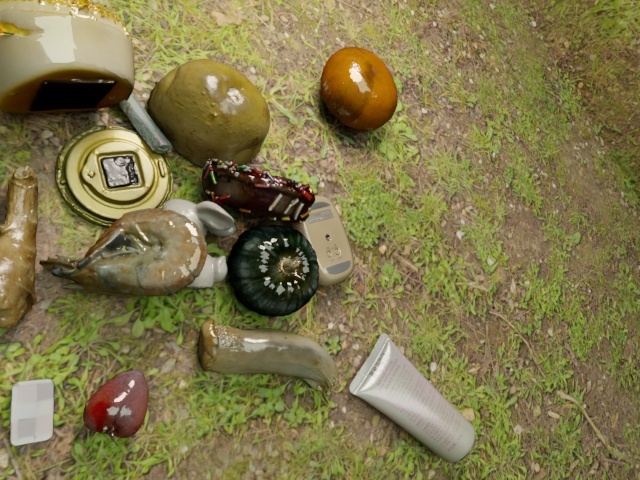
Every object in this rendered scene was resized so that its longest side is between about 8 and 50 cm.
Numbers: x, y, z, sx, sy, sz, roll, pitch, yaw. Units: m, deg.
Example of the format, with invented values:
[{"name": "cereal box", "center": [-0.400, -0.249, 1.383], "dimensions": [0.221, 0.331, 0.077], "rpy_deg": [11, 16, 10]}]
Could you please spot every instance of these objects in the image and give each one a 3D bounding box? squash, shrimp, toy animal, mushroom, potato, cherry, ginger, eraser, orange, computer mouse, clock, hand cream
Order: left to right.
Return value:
[{"name": "ginger", "center": [-0.548, 0.007, 0.790], "dimensions": [0.086, 0.131, 0.294], "rpy_deg": [-3, 75, 5]}, {"name": "eraser", "center": [-0.508, 0.301, 0.790], "dimensions": [0.065, 0.026, 0.105], "rpy_deg": [2, 76, -28]}, {"name": "clock", "center": [-0.424, -0.142, 0.942], "dimensions": [0.237, 0.057, 0.236], "rpy_deg": [9, 73, -30]}, {"name": "cherry", "center": [-0.372, 0.311, 0.833], "dimensions": [0.106, 0.087, 0.126], "rpy_deg": [45, 41, -5]}, {"name": "shrimp", "center": [-0.371, 0.021, 0.841], "dimensions": [0.317, 0.077, 0.168], "rpy_deg": [1, 76, 0]}, {"name": "toy animal", "center": [-0.269, 0.013, 0.930], "dimensions": [0.179, 0.127, 0.193], "rpy_deg": [7, 82, 2]}, {"name": "potato", "center": [-0.234, -0.293, 1.007], "dimensions": [0.285, 0.243, 0.242], "rpy_deg": [37, 61, -20]}, {"name": "mushroom", "center": [-0.108, 0.260, 1.005], "dimensions": [0.351, 0.095, 0.122], "rpy_deg": [21, 87, -24]}, {"name": "squash", "center": [-0.104, 0.066, 1.006], "dimensions": [0.218, 0.172, 0.218], "rpy_deg": [-1, 96, -13]}, {"name": "computer mouse", "center": [0.000, 0.000, 1.140], "dimensions": [0.145, 0.082, 0.236], "rpy_deg": [-19, 85, -32]}, {"name": "orange", "center": [0.106, -0.423, 1.265], "dimensions": [0.240, 0.171, 0.240], "rpy_deg": [21, 55, -33]}, {"name": "hand cream", "center": [0.245, 0.427, 1.168], "dimensions": [0.359, 0.118, 0.185], "rpy_deg": [43, 62, -5]}]

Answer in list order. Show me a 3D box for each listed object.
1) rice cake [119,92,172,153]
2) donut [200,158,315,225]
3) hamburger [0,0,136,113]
[{"name": "rice cake", "center": [-0.401, -0.279, 0.980], "dimensions": [0.211, 0.034, 0.043], "rpy_deg": [53, 19, 3]}, {"name": "donut", "center": [-0.138, -0.106, 0.994], "dimensions": [0.270, 0.270, 0.103], "rpy_deg": [12, 95, -28]}, {"name": "hamburger", "center": [-0.494, -0.346, 0.828], "dimensions": [0.294, 0.276, 0.179], "rpy_deg": [-17, 97, -38]}]
